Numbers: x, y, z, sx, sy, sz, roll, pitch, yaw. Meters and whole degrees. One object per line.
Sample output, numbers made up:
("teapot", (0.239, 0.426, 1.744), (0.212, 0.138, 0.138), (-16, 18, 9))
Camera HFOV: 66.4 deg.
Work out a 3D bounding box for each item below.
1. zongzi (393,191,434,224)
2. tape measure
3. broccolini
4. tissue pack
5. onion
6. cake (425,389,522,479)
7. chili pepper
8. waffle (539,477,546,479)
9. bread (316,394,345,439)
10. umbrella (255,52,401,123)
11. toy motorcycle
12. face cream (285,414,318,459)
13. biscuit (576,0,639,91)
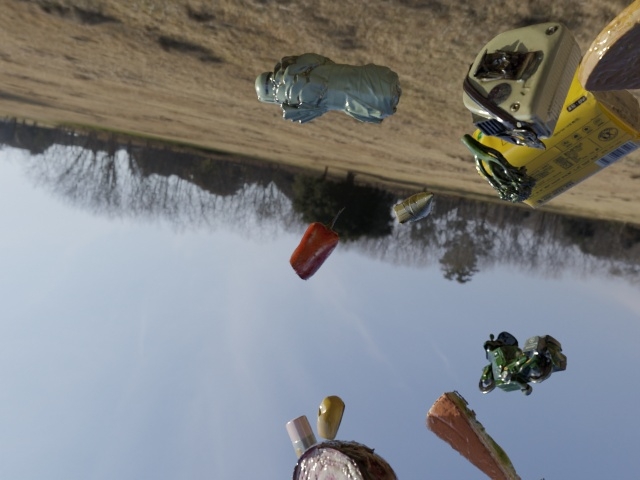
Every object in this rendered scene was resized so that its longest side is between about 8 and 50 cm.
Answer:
("zongzi", (0.345, -0.126, 1.594), (0.160, 0.078, 0.176), (-21, 169, -43))
("tape measure", (0.416, -0.335, 1.086), (0.133, 0.270, 0.232), (24, 173, -38))
("broccolini", (0.389, -0.166, 1.089), (0.202, 0.091, 0.068), (46, -174, 12))
("tissue pack", (0.696, -0.309, 1.452), (0.293, 0.228, 0.382), (22, 141, -24))
("onion", (0.043, 0.452, 0.819), (0.195, 0.217, 0.140), (1, 167, 36))
("cake", (0.317, 0.434, 1.029), (0.225, 0.090, 0.109), (53, -168, 33))
("chili pepper", (0.000, 0.000, 1.127), (0.084, 0.192, 0.086), (37, 179, -23))
("waffle", (0.476, 0.639, 1.113), (0.054, 0.207, 0.214), (29, 177, 27))
("bread", (0.020, 0.473, 1.312), (0.056, 0.115, 0.082), (20, 177, -19))
("umbrella", (0.006, -0.145, 0.472), (0.144, 0.067, 0.062), (6, -176, 12))
("toy motorcycle", (0.541, 0.322, 1.331), (0.125, 0.187, 0.275), (35, 147, -9))
("face cream", (-0.020, 0.501, 1.113), (0.057, 0.198, 0.084), (-20, 160, -19))
("biscuit", (0.371, -0.217, 0.486), (0.221, 0.028, 0.142), (-23, 150, 38))
